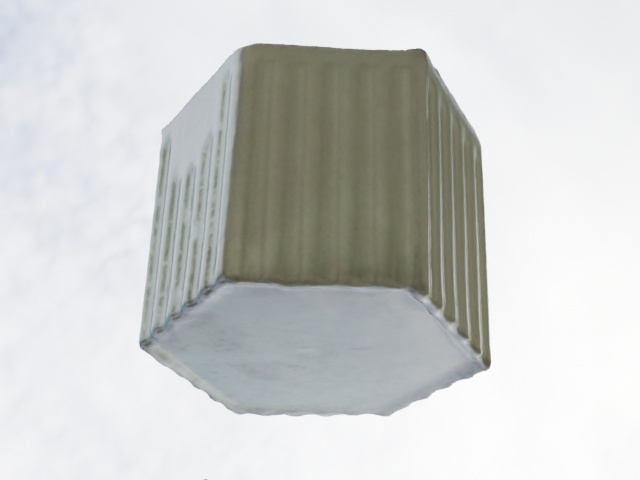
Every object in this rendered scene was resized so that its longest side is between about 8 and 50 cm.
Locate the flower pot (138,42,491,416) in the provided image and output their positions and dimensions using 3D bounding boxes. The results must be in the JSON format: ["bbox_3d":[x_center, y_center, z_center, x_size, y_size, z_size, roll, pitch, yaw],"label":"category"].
[{"bbox_3d":[0.000,0.000,0.839,0.209,0.239,0.190,20,-127,-28],"label":"flower pot"}]

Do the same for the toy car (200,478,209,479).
[{"bbox_3d":[-0.012,0.162,0.418,0.170,0.080,0.070,45,-150,20],"label":"toy car"}]
